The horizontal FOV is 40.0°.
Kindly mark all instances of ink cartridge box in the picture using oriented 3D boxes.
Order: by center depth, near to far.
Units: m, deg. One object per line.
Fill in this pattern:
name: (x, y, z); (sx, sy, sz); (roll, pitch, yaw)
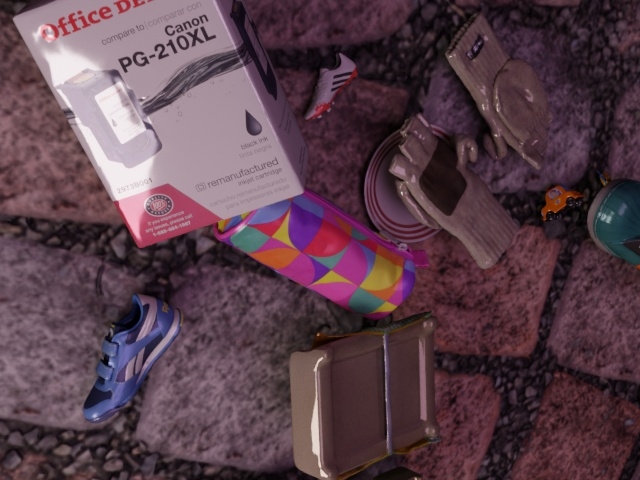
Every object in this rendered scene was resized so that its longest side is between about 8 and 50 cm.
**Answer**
ink cartridge box: (-0.133, -0.136, 0.789); (0.171, 0.100, 0.237); (-18, 117, 12)

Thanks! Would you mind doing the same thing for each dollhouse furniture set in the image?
dollhouse furniture set: (0.021, 0.233, 1.025); (0.197, 0.151, 0.302); (-9, 101, -42)

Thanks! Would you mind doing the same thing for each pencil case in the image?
pencil case: (0.000, 0.000, 0.944); (0.236, 0.104, 0.104); (27, 92, -32)

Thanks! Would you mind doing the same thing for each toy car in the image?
toy car: (0.332, -0.060, 1.150); (0.122, 0.060, 0.041); (-16, 68, -41)

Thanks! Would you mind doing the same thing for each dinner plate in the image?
dinner plate: (0.109, -0.067, 1.028); (0.141, 0.017, 0.141); (-9, 110, -26)

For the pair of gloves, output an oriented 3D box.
pair of gloves: (0.180, -0.112, 1.022); (0.204, 0.042, 0.240); (37, 73, -30)

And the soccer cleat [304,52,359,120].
soccer cleat: (0.006, -0.164, 0.938); (0.035, 0.029, 0.083); (45, 79, -22)

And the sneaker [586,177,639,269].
sneaker: (0.477, 0.011, 1.173); (0.302, 0.121, 0.108); (27, 94, -37)

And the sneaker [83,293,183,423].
sneaker: (-0.203, 0.117, 0.898); (0.059, 0.053, 0.144); (41, 76, -32)
